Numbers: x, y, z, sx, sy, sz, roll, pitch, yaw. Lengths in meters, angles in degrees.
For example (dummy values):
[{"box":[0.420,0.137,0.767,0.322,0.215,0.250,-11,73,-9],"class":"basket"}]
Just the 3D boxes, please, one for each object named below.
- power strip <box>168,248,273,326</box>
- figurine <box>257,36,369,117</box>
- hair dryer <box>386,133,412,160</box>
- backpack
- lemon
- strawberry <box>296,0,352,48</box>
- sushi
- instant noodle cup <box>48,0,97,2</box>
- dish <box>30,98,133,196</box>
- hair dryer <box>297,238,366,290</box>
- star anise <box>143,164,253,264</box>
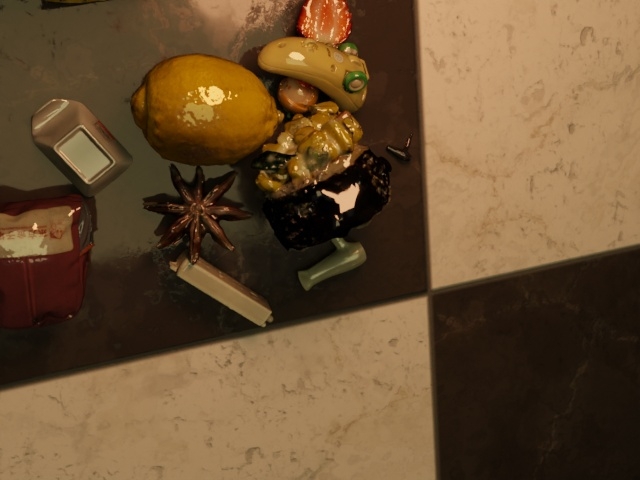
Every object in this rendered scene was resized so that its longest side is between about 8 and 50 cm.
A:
[{"box":[-0.256,0.135,1.584,0.338,0.098,0.058,36,94,-23],"class":"power strip"},{"box":[-0.021,-0.408,1.482,0.324,0.222,0.124,9,56,-34],"class":"figurine"},{"box":[0.238,-0.278,1.685,0.079,0.031,0.083,26,81,-14],"class":"hair dryer"},{"box":[-0.680,0.054,1.372,0.283,0.197,0.317,-4,110,-19],"class":"backpack"},{"box":[-0.270,-0.309,1.377,0.316,0.285,0.285,-33,113,-30],"class":"lemon"},{"box":[0.003,-0.570,1.499,0.146,0.082,0.187,1,97,-24],"class":"strawberry"},{"box":[-0.018,-0.160,1.434,0.328,0.329,0.285,-18,113,30],"class":"sushi"},{"box":[-0.495,-0.669,1.198,0.325,0.325,0.254,-17,99,-14],"class":"instant noodle cup"},{"box":[-0.585,-0.228,1.400,0.154,0.064,0.234,-41,111,-4],"class":"dish"},{"box":[0.000,0.000,1.664,0.206,0.075,0.237,-25,103,-4],"class":"hair dryer"},{"box":[-0.315,-0.079,1.506,0.288,0.088,0.288,1,84,-13],"class":"star anise"}]
